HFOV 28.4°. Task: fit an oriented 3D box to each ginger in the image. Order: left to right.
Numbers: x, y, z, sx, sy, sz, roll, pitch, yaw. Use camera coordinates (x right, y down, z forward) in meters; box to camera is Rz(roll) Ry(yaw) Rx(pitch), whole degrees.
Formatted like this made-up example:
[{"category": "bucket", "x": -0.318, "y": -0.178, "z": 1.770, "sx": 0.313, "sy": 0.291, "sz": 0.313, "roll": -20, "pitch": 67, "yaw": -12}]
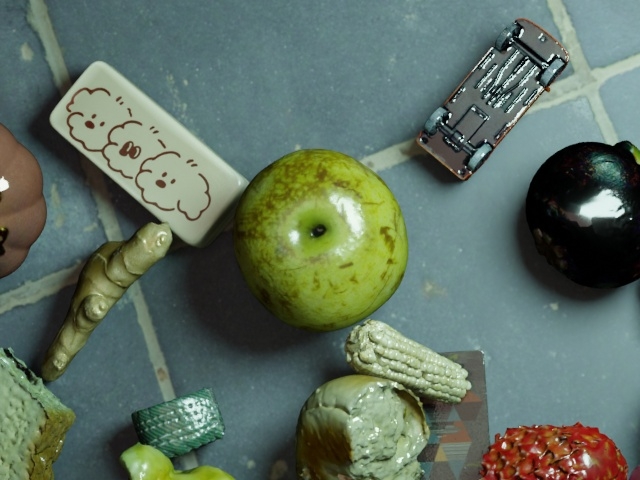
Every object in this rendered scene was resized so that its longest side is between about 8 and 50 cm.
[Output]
[{"category": "ginger", "x": -0.355, "y": 0.090, "z": 2.027, "sx": 0.333, "sy": 0.081, "sz": 0.148, "roll": -55, "pitch": 40, "yaw": 4}]

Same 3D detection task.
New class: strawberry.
[{"category": "strawberry", "x": 0.357, "y": 0.356, "z": 1.809, "sx": 0.234, "sy": 0.178, "sz": 0.234, "roll": 9, "pitch": 63, "yaw": -18}]

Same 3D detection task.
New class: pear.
[{"category": "pear", "x": 0.000, "y": 0.000, "z": 1.900, "sx": 0.283, "sy": 0.283, "sz": 0.283, "roll": -1, "pitch": 84, "yaw": 10}]

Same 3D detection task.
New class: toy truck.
[{"category": "toy truck", "x": 0.267, "y": -0.215, "z": 1.948, "sx": 0.107, "sy": 0.114, "sz": 0.252, "roll": 41, "pitch": 94, "yaw": 12}]

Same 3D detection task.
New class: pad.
[{"category": "pad", "x": 0.191, "y": 0.279, "z": 1.964, "sx": 0.143, "sy": 0.003, "sz": 0.211, "roll": -5, "pitch": 83, "yaw": 10}]

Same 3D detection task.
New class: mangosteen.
[{"category": "mangosteen", "x": 0.419, "y": -0.043, "z": 1.859, "sx": 0.243, "sy": 0.243, "sz": 0.243, "roll": -1, "pitch": 84, "yaw": 10}]

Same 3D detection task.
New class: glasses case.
[{"category": "glasses case", "x": -0.277, "y": -0.140, "z": 2.059, "sx": 0.336, "sy": 0.076, "sz": 0.144, "roll": 39, "pitch": 91, "yaw": 12}]

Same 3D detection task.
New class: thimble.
[{"category": "thimble", "x": -0.221, "y": 0.288, "z": 1.982, "sx": 0.135, "sy": 0.118, "sz": 0.090, "roll": -19, "pitch": 85, "yaw": -8}]

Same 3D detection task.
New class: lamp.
[{"category": "lamp", "x": -0.593, "y": -0.068, "z": 2.030, "sx": 0.305, "sy": 0.239, "sz": 0.305, "roll": -6, "pitch": 115, "yaw": -13}]

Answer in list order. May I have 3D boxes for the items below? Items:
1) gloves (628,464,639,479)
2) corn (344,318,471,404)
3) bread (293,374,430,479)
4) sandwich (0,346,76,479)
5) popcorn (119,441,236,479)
[{"category": "gloves", "x": 0.512, "y": 0.406, "z": 1.785, "sx": 0.145, "sy": 0.241, "sz": 0.126, "roll": -34, "pitch": 43, "yaw": -4}, {"category": "corn", "x": 0.128, "y": 0.186, "z": 1.914, "sx": 0.211, "sy": 0.087, "sz": 0.087, "roll": 27, "pitch": 89, "yaw": -31}, {"category": "bread", "x": 0.060, "y": 0.340, "z": 1.894, "sx": 0.192, "sy": 0.171, "sz": 0.314, "roll": 0, "pitch": 110, "yaw": 48}, {"category": "sandwich", "x": -0.539, "y": 0.328, "z": 2.022, "sx": 0.262, "sy": 0.131, "sz": 0.325, "roll": 14, "pitch": 93, "yaw": 13}, {"category": "popcorn", "x": -0.206, "y": 0.472, "z": 1.875, "sx": 0.335, "sy": 0.279, "sz": 0.274, "roll": -51, "pitch": 51, "yaw": 20}]
